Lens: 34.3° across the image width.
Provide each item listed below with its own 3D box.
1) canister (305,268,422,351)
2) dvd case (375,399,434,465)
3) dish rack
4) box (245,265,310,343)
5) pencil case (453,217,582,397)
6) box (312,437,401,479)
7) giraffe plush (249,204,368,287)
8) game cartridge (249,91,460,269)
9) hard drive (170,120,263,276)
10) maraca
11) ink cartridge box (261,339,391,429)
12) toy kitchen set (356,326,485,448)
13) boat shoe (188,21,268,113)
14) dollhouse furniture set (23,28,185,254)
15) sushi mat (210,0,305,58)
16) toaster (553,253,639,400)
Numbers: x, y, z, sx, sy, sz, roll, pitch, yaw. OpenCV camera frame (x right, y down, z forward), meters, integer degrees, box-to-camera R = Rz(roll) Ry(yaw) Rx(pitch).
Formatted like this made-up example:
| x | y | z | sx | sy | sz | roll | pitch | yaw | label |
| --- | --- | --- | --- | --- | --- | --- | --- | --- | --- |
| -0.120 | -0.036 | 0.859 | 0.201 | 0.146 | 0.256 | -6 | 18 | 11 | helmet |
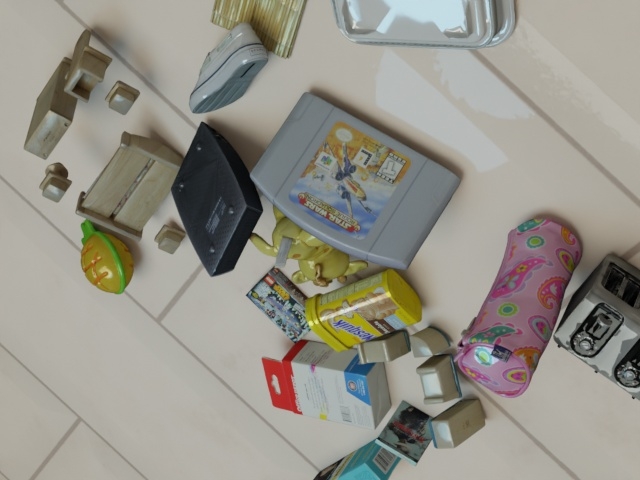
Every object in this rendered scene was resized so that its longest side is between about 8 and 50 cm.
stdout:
| x | y | z | sx | sy | sz | roll | pitch | yaw | label |
| --- | --- | --- | --- | --- | --- | --- | --- | --- | --- |
| 0.077 | 0.122 | 1.817 | 0.170 | 0.073 | 0.126 | -23 | 134 | 27 | canister |
| 0.165 | 0.358 | 1.932 | 0.087 | 0.119 | 0.013 | 30 | 132 | 13 | dvd case |
| 0.113 | -0.406 | 1.439 | 0.286 | 0.072 | 0.332 | 9 | 131 | 29 | dish rack |
| -0.068 | 0.124 | 1.983 | 0.137 | 0.027 | 0.094 | 44 | 133 | -1 | box |
| 0.297 | 0.096 | 1.549 | 0.124 | 0.284 | 0.124 | 20 | 143 | 16 | pencil case |
| 0.061 | 0.480 | 2.099 | 0.060 | 0.100 | 0.244 | 47 | 133 | -2 | box |
| 0.000 | 0.000 | 1.772 | 0.181 | 0.210 | 0.170 | 15 | 156 | 34 | giraffe plush |
| 0.047 | -0.088 | 1.653 | 0.297 | 0.198 | 0.062 | 30 | 165 | 11 | game cartridge |
| -0.180 | -0.072 | 1.790 | 0.172 | 0.054 | 0.254 | -61 | 38 | 27 | hard drive |
| -0.446 | 0.034 | 2.123 | 0.186 | 0.099 | 0.127 | 44 | 138 | 36 | maraca |
| 0.010 | 0.273 | 2.001 | 0.231 | 0.078 | 0.134 | 7 | 124 | 29 | ink cartridge box |
| 0.180 | 0.261 | 1.883 | 0.166 | 0.122 | 0.207 | -11 | 94 | 38 | toy kitchen set |
| -0.156 | -0.286 | 1.726 | 0.226 | 0.083 | 0.075 | -30 | 74 | 50 | boat shoe |
| -0.349 | -0.187 | 1.942 | 0.356 | 0.173 | 0.303 | 27 | 125 | -25 | dollhouse furniture set |
| -0.076 | -0.438 | 1.599 | 0.151 | 0.019 | 0.316 | 30 | 133 | 11 | sushi mat |
| 0.457 | 0.126 | 1.549 | 0.168 | 0.186 | 0.110 | 36 | 123 | 8 | toaster |
